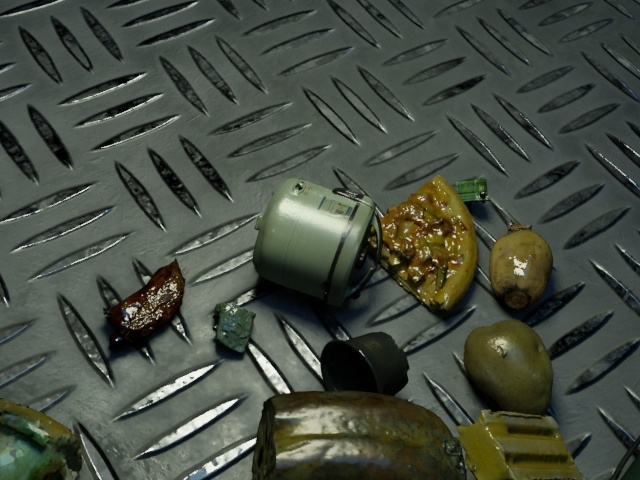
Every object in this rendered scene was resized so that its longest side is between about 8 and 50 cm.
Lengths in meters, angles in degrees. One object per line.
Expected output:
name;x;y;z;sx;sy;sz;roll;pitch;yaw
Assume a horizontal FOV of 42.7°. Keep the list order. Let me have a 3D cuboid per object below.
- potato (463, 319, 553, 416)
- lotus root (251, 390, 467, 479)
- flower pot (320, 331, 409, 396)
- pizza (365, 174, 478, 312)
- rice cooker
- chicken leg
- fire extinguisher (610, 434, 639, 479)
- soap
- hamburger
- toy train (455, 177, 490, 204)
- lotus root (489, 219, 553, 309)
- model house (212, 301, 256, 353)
potato;0.356;0.243;1.539;0.157;0.157;0.193;-14;71;-18
lotus root;0.065;0.372;1.332;0.346;0.250;0.250;3;54;-6
flower pot;0.088;0.235;1.495;0.107;0.157;0.157;-23;60;-38
pizza;0.254;-0.001;1.731;0.268;0.087;0.258;-34;69;-31
rice cooker;0.000;0.000;1.606;0.244;0.226;0.226;19;54;9
chicken leg;-0.327;0.122;1.559;0.105;0.063;0.234;40;56;14
fire extinguisher;0.595;0.425;1.466;0.118;0.093;0.294;39;59;19
soap;0.344;0.370;1.410;0.233;0.076;0.135;14;44;-41
hamburger;-0.522;0.346;1.297;0.288;0.192;0.167;19;44;5
toy train;0.334;-0.107;1.806;0.038;0.093;0.056;-2;91;-24
lotus root;0.416;0.041;1.704;0.125;0.118;0.220;23;55;-13
model house;-0.171;0.167;1.559;0.079;0.066;0.083;19;71;-9
